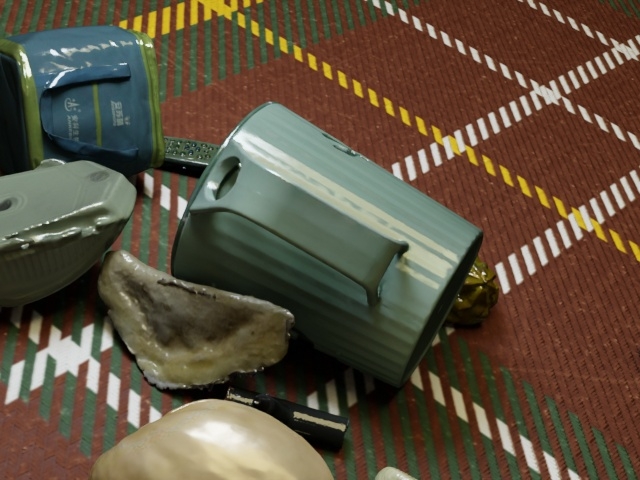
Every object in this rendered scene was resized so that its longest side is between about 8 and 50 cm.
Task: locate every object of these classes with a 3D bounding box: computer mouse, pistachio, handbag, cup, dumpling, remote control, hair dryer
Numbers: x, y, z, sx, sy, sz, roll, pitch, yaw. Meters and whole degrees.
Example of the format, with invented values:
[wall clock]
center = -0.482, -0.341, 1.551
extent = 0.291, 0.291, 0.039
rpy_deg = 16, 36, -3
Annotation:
[computer mouse]
center = -0.470, 0.010, 1.717
extent = 0.429, 0.145, 0.228
rpy_deg = -15, 37, -12
[pistachio]
center = -0.119, 0.302, 1.394
extent = 0.309, 0.229, 0.230
rpy_deg = 19, 36, 2
[handbag]
center = -0.401, -0.216, 1.936
extent = 0.241, 0.263, 0.222
rpy_deg = -14, 17, -28
[cup]
center = -0.008, 0.021, 1.699
extent = 0.392, 0.310, 0.401
rpy_deg = 28, 24, 12
[dumpling]
center = -0.182, 0.130, 1.673
extent = 0.332, 0.166, 0.086
rpy_deg = 19, 6, 28
[remote control]
center = -0.200, -0.141, 2.085
extent = 0.222, 0.042, 0.072
rpy_deg = 12, 36, 0
[hair dryer]
center = -0.044, 0.227, 1.546
extent = 0.173, 0.195, 0.050
rpy_deg = 14, 79, -1

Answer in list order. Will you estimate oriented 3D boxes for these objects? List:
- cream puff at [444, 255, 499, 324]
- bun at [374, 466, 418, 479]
[cream puff]
center = 0.220, 0.062, 1.889
extent = 0.146, 0.116, 0.146
rpy_deg = 8, 40, -7
[bun]
center = 0.115, 0.339, 1.507
extent = 0.115, 0.115, 0.069
rpy_deg = 28, 81, 19
